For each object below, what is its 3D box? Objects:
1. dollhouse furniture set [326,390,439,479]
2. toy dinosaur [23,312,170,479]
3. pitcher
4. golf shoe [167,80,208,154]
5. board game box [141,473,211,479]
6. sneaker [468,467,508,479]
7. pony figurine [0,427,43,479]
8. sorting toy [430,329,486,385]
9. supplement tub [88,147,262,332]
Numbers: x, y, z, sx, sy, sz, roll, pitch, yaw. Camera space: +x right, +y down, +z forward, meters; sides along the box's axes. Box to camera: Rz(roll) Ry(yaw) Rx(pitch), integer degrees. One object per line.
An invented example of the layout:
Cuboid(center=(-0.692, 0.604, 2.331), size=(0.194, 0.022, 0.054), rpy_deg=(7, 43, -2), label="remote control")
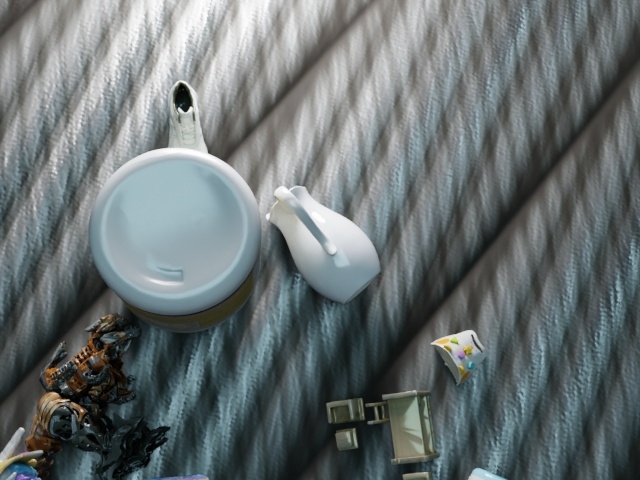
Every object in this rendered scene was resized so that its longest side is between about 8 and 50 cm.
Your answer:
Cuboid(center=(0.105, 0.345, 1.533), size=(0.161, 0.101, 0.181), rpy_deg=(-10, 78, 19), label="dollhouse furniture set")
Cuboid(center=(-0.369, 0.281, 1.491), size=(0.218, 0.164, 0.321), rpy_deg=(28, 101, 16), label="toy dinosaur")
Cuboid(center=(0.000, 0.000, 1.536), size=(0.125, 0.178, 0.207), rpy_deg=(-42, 83, 0), label="pitcher")
Cuboid(center=(-0.233, -0.189, 1.608), size=(0.069, 0.086, 0.176), rpy_deg=(-11, 81, -8), label="golf shoe")
Cuboid(center=(-0.233, 0.445, 1.499), size=(0.169, 0.033, 0.133), rpy_deg=(-4, 79, -5), label="board game box")
Cuboid(center=(0.335, 0.512, 1.447), size=(0.319, 0.127, 0.208), rpy_deg=(24, 81, 35), label="sneaker")
Cuboid(center=(-0.589, 0.453, 1.363), size=(0.364, 0.302, 0.350), rpy_deg=(-7, 60, 11), label="pony figurine")
Cuboid(center=(0.243, 0.189, 1.589), size=(0.075, 0.045, 0.083), rpy_deg=(-28, 81, -28), label="sorting toy")
Cuboid(center=(-0.211, 0.014, 1.440), size=(0.241, 0.331, 0.240), rpy_deg=(1, 78, -4), label="supplement tub")
